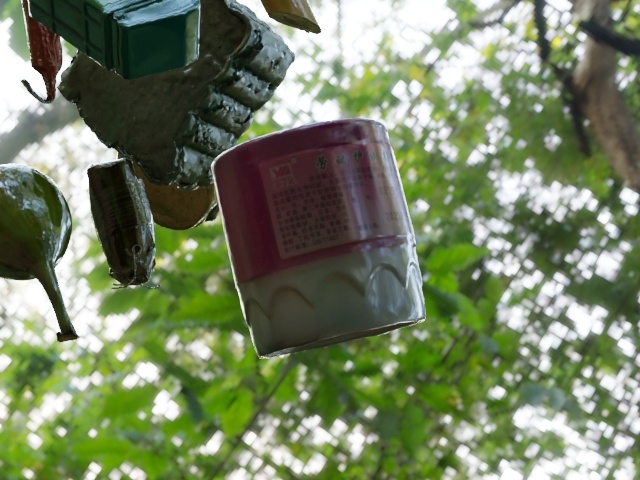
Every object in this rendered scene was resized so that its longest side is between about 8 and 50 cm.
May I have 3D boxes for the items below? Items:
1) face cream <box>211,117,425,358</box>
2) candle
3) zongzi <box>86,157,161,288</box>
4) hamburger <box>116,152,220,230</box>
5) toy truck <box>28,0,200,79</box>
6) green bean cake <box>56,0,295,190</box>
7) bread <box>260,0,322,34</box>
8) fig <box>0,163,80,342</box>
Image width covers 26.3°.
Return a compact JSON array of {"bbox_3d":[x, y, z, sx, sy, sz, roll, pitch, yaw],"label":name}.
[{"bbox_3d":[0.000,0.000,1.290,0.175,0.175,0.195,-27,-105,59],"label":"face cream"},{"bbox_3d":[-0.323,-0.238,1.574,0.053,0.048,0.162,-5,-86,36],"label":"candle"},{"bbox_3d":[-0.279,-0.004,1.953,0.184,0.084,0.187,114,-36,-72],"label":"zongzi"},{"bbox_3d":[-0.222,-0.115,2.208,0.215,0.122,0.189,13,-67,30],"label":"hamburger"},{"bbox_3d":[-0.223,-0.263,1.358,0.253,0.124,0.114,33,-32,16],"label":"toy truck"},{"bbox_3d":[-0.188,-0.218,1.773,0.241,0.255,0.132,38,10,26],"label":"green bean cake"},{"bbox_3d":[-0.046,-0.333,1.965,0.049,0.062,0.103,106,-39,-66],"label":"bread"},{"bbox_3d":[-0.367,0.016,1.678,0.259,0.151,0.151,60,-5,45],"label":"fig"}]
